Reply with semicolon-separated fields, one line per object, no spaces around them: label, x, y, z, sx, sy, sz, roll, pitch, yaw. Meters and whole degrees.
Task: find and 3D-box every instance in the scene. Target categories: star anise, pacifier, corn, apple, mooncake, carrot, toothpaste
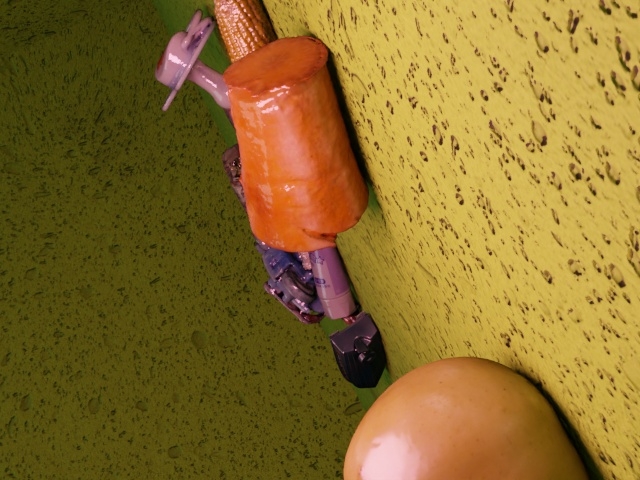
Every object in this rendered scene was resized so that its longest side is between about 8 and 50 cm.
star anise;0.058;0.160;1.979;0.129;0.056;0.124;39;157;38
pacifier;-0.288;-0.426;2.022;0.233;0.244;0.299;35;155;-14
corn;-0.093;-0.270;1.334;0.097;0.097;0.319;-130;16;-64
apple;0.159;0.264;0.858;0.262;0.262;0.262;62;173;13
mooncake;-0.159;-0.136;2.195;0.254;0.136;0.250;62;177;-35
carrot;-0.047;-0.133;1.103;0.196;0.196;0.254;57;171;45
toothpaste;0.000;0.000;1.834;0.125;0.080;0.371;-125;19;-71

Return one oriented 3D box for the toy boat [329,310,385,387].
toy boat;0.092;0.277;1.929;0.122;0.114;0.296;52;168;31

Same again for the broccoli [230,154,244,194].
broccoli;-0.123;-0.111;1.793;0.304;0.146;0.164;-103;-7;-64

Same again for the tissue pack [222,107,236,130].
tissue pack;-0.225;-0.353;2.173;0.155;0.065;0.115;59;173;37

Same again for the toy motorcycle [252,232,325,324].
toy motorcycle;-0.076;0.105;2.276;0.319;0.182;0.241;56;170;42

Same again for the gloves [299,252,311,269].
gloves;-0.032;-0.012;1.978;0.114;0.070;0.153;-111;4;-66
